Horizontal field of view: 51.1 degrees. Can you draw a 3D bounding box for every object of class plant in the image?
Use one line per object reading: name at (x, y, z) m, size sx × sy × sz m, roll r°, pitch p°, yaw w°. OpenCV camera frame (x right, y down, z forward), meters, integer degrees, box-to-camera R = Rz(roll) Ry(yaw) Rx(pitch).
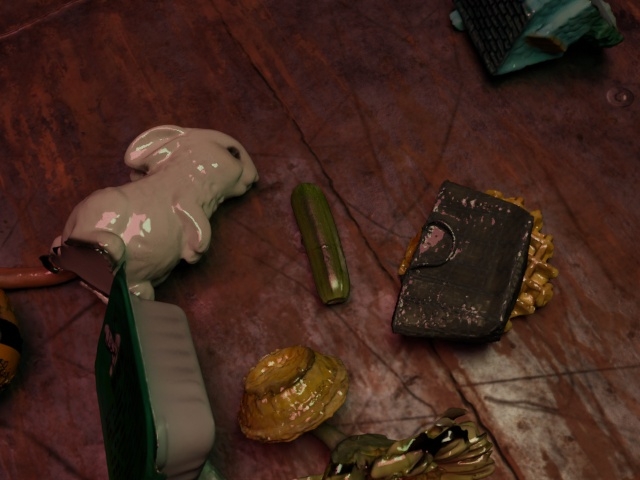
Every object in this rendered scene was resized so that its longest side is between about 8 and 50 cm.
plant at (0.093, 0.298, 0.878) m, size 0.261 × 0.306 × 0.297 m, roll -37°, pitch 34°, yaw 18°

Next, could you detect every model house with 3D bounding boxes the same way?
model house at (0.383, -0.421, 1.249) m, size 0.241 × 0.226 × 0.261 m, roll -34°, pitch 55°, yaw 31°

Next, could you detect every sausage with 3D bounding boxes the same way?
sausage at (-0.495, 0.058, 1.162) m, size 0.177 × 0.040 × 0.047 m, roll -7°, pitch 55°, yaw 2°

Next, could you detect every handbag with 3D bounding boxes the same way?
handbag at (0.221, 0.039, 1.024) m, size 0.175 × 0.088 × 0.270 m, roll 16°, pitch 69°, yaw 20°

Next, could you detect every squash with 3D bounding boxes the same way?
squash at (0.000, 0.000, 1.130) m, size 0.066 × 0.066 × 0.229 m, roll -15°, pitch 64°, yaw -2°

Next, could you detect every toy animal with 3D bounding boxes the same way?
toy animal at (-0.274, -0.060, 1.130) m, size 0.258 × 0.194 × 0.357 m, roll 21°, pitch 57°, yaw 20°

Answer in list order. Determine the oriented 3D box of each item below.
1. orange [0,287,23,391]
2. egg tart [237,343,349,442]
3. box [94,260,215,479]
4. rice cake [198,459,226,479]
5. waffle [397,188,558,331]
orange at (-0.592, 0.162, 1.052) m, size 0.234 × 0.182 × 0.234 m, roll -3°, pitch 76°, yaw 11°
egg tart at (-0.049, 0.212, 0.976) m, size 0.191 × 0.191 × 0.074 m, roll -32°, pitch 109°, yaw -10°
box at (-0.233, 0.226, 0.938) m, size 0.106 × 0.264 × 0.336 m, roll 3°, pitch 42°, yaw -28°
rice cake at (-0.082, 0.447, 0.922) m, size 0.066 × 0.063 × 0.336 m, roll -40°, pitch 67°, yaw -10°
waffle at (0.253, 0.030, 1.094) m, size 0.253 × 0.056 × 0.249 m, roll 0°, pitch 65°, yaw 8°
